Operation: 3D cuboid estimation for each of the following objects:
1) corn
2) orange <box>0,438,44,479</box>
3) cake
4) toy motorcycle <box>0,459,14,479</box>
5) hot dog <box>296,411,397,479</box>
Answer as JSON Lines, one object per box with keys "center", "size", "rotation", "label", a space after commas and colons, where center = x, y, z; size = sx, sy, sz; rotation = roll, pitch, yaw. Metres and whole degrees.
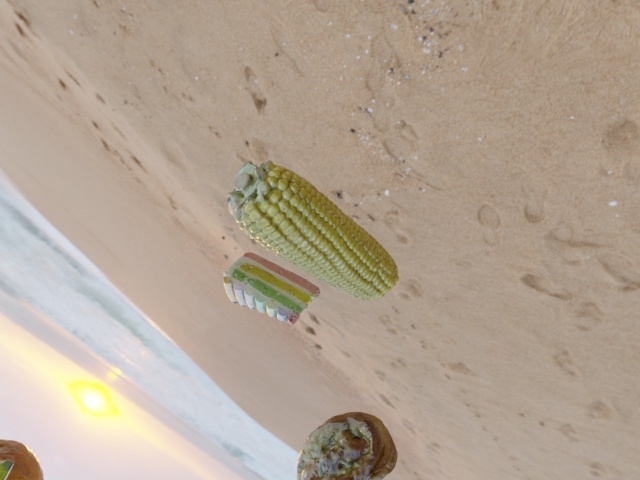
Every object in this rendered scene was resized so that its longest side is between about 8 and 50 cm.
{"center": [0.000, 0.000, 0.766], "size": [0.143, 0.144, 0.387], "rotation": [-6, 144, 48], "label": "corn"}
{"center": [-0.713, 0.538, 0.849], "size": [0.261, 0.261, 0.261], "rotation": [24, 148, 16], "label": "orange"}
{"center": [-0.122, 0.103, 0.957], "size": [0.225, 0.109, 0.090], "rotation": [14, 138, 32], "label": "cake"}
{"center": [-0.459, 0.408, 0.447], "size": [0.206, 0.343, 0.142], "rotation": [27, 162, -30], "label": "toy motorcycle"}
{"center": [0.045, 0.536, 1.006], "size": [0.122, 0.272, 0.196], "rotation": [53, -171, -30], "label": "hot dog"}
